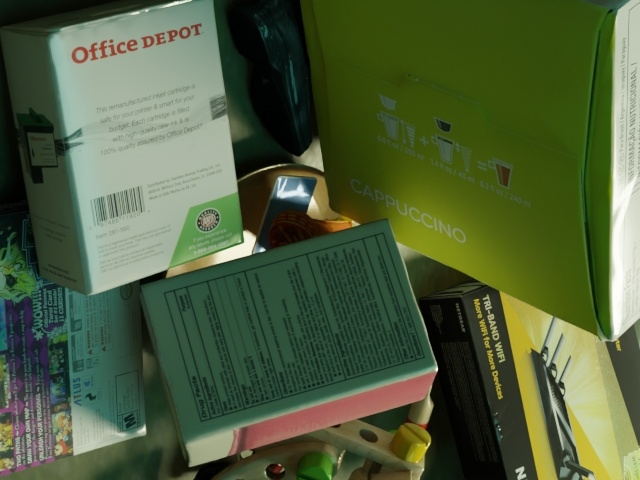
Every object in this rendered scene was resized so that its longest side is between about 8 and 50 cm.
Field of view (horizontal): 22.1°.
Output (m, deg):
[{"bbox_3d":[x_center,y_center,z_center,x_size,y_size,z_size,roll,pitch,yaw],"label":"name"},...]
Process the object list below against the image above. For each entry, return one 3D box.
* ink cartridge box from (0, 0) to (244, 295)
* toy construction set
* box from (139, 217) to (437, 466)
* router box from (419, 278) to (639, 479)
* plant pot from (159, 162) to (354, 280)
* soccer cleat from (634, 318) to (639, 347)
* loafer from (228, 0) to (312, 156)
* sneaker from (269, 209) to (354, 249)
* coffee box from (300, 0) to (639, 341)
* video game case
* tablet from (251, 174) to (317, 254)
[{"bbox_3d":[-0.162,-0.086,1.357,0.160,0.092,0.219,-18,111,-35],"label":"ink cartridge box"},{"bbox_3d":[0.035,0.195,1.652,0.309,0.257,0.237,-27,139,-59],"label":"toy construction set"},{"bbox_3d":[-0.030,0.093,1.463,0.232,0.149,0.127,-15,164,-7],"label":"box"},{"bbox_3d":[0.260,0.178,1.857,0.243,0.081,0.309,-19,96,-35],"label":"router box"},{"bbox_3d":[-0.067,0.028,1.598,0.236,0.032,0.236,-24,130,-32],"label":"plant pot"},{"bbox_3d":[0.398,0.106,2.043,0.331,0.116,0.143,-40,113,-14],"label":"soccer cleat"},{"bbox_3d":[-0.030,-0.153,1.500,0.061,0.062,0.170,-38,137,-26],"label":"loafer"},{"bbox_3d":[0.000,0.000,1.578,0.175,0.064,0.067,41,59,-61],"label":"sneaker"},{"bbox_3d":[0.215,-0.179,1.471,0.334,0.337,0.338,-37,137,-33],"label":"coffee box"},{"bbox_3d":[-0.249,0.080,1.412,0.210,0.042,0.232,-13,108,-39],"label":"video game case"},{"bbox_3d":[-0.035,-0.023,1.567,0.054,0.006,0.083,2,113,-44],"label":"tablet"}]
